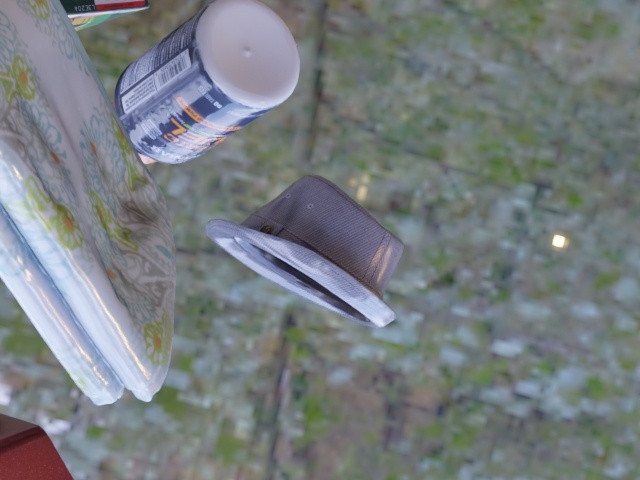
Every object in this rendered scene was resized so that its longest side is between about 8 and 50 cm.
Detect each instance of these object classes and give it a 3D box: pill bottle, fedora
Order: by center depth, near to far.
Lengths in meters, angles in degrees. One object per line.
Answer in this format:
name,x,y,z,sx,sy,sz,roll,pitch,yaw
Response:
pill bottle,-0.139,-0.162,1.925,0.130,0.130,0.246,13,156,-32
fedora,0.000,0.000,2.188,0.244,0.124,0.275,36,170,-31

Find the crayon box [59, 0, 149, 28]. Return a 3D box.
crayon box,-0.466,-0.306,2.330,0.363,0.106,0.313,-13,-178,-44

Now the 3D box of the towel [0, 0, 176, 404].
towel,-0.245,-0.067,1.638,0.090,0.374,0.320,-23,-150,11

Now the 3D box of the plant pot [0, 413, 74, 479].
plant pot,-0.397,0.341,2.031,0.236,0.267,0.267,-33,-165,-24
